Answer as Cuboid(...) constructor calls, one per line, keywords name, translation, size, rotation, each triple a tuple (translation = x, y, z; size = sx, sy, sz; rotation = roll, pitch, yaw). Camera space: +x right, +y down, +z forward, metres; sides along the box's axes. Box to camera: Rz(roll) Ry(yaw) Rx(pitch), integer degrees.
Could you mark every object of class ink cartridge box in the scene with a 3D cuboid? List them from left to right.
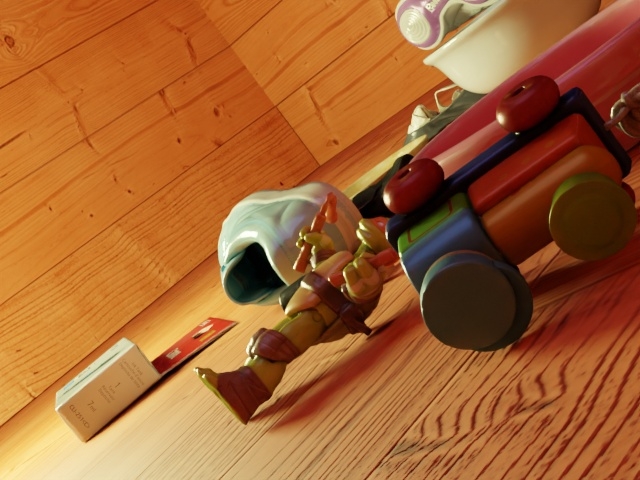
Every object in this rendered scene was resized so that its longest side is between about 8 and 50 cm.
Cuboid(name="ink cartridge box", translation=(-0.260, 0.171, 1.842), size=(0.261, 0.066, 0.296), rotation=(-39, 6, -11))

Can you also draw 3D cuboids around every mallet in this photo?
Cuboid(name="mallet", translation=(-0.036, 0.087, 1.264), size=(0.062, 0.039, 0.190), rotation=(-32, 11, 33))

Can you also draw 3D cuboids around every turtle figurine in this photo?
Cuboid(name="turtle figurine", translation=(-0.003, 0.052, 1.042), size=(0.217, 0.087, 0.269), rotation=(-45, 14, -6))

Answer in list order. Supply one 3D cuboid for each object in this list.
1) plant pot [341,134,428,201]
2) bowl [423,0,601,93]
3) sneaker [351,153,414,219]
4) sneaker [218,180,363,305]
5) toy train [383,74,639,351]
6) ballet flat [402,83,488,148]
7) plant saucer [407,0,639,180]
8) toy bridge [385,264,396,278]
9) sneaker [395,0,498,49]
Cuboid(name="plant pot", translation=(0.082, -0.086, 2.036), size=(0.236, 0.032, 0.236), rotation=(-37, 6, 4))
Cuboid(name="bowl", translation=(0.308, -0.305, 1.893), size=(0.298, 0.134, 0.298), rotation=(-37, 5, 4))
Cuboid(name="sneaker", translation=(0.078, -0.058, 1.682), size=(0.089, 0.051, 0.170), rotation=(-30, 11, 25))
Cuboid(name="sneaker", translation=(-0.083, 0.019, 1.625), size=(0.150, 0.135, 0.366), rotation=(-36, 3, -24))
Cuboid(name="toy train", translation=(0.154, -0.037, 0.742), size=(0.248, 0.105, 0.143), rotation=(-36, 15, 13))
Cuboid(name="ballet flat", translation=(0.202, -0.213, 2.159), size=(0.203, 0.074, 0.074), rotation=(-36, 5, 15))
Cuboid(name="plant saucer", translation=(0.224, -0.123, 1.091), size=(0.332, 0.084, 0.332), rotation=(-36, 4, 3))
Cuboid(name="toy bridge", translation=(0.045, 0.033, 1.217), size=(0.188, 0.026, 0.063), rotation=(-41, 4, -38))
Cuboid(name="sneaker", translation=(0.224, -0.397, 1.887), size=(0.152, 0.114, 0.305), rotation=(-41, 6, -29))
